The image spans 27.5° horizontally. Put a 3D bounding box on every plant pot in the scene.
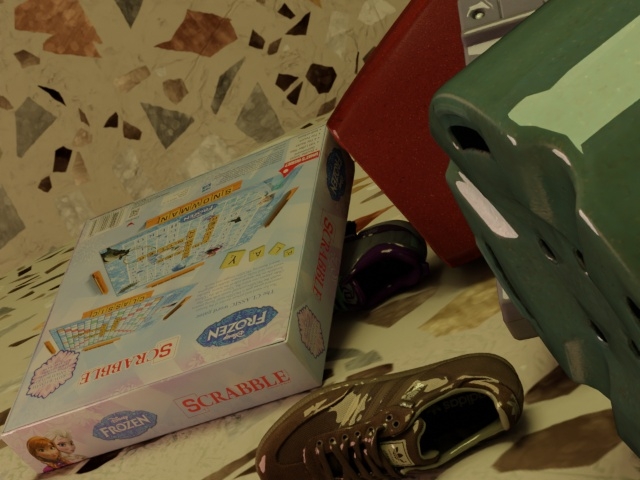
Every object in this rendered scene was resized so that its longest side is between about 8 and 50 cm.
[{"bbox_3d":[0.152,-0.124,1.273,0.236,0.267,0.267,-41,2,6],"label":"plant pot"},{"bbox_3d":[0.256,-0.058,0.640,0.334,0.341,0.341,-33,12,-4],"label":"plant pot"}]

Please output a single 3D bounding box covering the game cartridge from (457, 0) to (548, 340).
[{"bbox_3d":[0.228,-0.099,0.977,0.230,0.068,0.355,-19,43,17],"label":"game cartridge"}]

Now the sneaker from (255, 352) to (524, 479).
[{"bbox_3d":[0.041,0.124,0.855,0.188,0.066,0.071,-24,12,8],"label":"sneaker"}]

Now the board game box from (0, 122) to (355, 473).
[{"bbox_3d":[-0.130,0.052,1.280,0.319,0.066,0.318,-20,35,24],"label":"board game box"}]

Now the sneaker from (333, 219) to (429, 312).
[{"bbox_3d":[0.000,0.043,1.300,0.224,0.083,0.098,-23,16,5],"label":"sneaker"}]

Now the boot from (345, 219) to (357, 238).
[{"bbox_3d":[0.000,-0.001,1.596,0.099,0.045,0.121,-22,18,25],"label":"boot"}]
